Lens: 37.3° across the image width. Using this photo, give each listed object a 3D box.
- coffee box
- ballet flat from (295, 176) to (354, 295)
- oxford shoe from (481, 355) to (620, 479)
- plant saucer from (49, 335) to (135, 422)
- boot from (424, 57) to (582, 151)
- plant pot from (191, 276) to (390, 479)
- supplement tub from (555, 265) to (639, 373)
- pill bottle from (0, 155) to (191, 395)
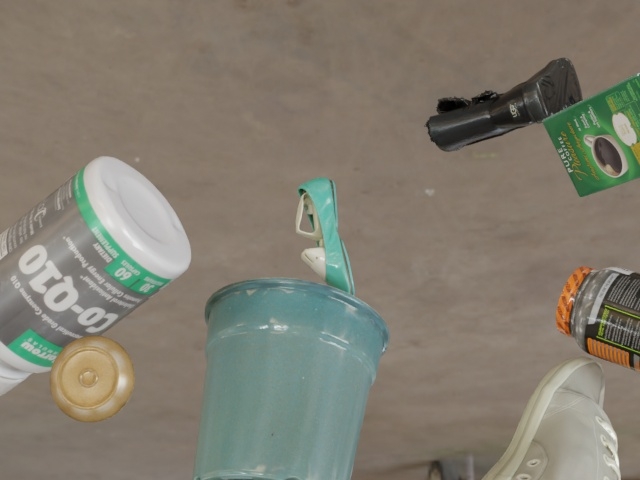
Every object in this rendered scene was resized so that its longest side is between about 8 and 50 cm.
[{"bbox_3d":[0.347,-0.124,1.111,0.040,0.113,0.184,-28,180,-24],"label":"coffee box"},{"bbox_3d":[0.000,0.000,1.774,0.087,0.247,0.083,-7,161,-12],"label":"ballet flat"},{"bbox_3d":[0.272,0.265,1.043,0.130,0.169,0.449,4,-162,26],"label":"oxford shoe"},{"bbox_3d":[-0.220,0.132,0.906,0.083,0.083,0.015,0,169,3],"label":"plant saucer"},{"bbox_3d":[0.305,-0.224,1.576,0.207,0.094,0.246,-12,-169,35],"label":"boot"},{"bbox_3d":[-0.064,0.292,1.628,0.341,0.334,0.341,6,146,4],"label":"plant pot"},{"bbox_3d":[0.392,0.102,1.151,0.190,0.117,0.117,21,172,35],"label":"supplement tub"},{"bbox_3d":[-0.382,0.060,1.363,0.361,0.204,0.204,-36,145,15],"label":"pill bottle"}]
